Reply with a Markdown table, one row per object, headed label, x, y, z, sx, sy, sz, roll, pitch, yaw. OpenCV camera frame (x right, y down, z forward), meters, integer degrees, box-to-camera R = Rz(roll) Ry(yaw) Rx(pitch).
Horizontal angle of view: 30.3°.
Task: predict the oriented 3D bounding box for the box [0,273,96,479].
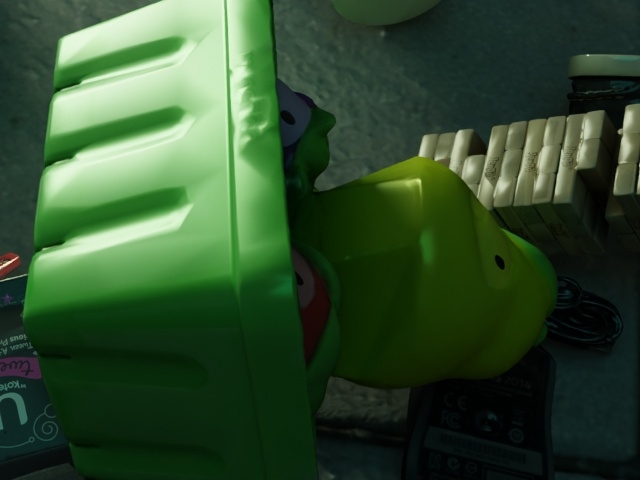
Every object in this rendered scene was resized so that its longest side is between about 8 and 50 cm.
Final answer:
| label | x | y | z | sx | sy | sz | roll | pitch | yaw |
| --- | --- | --- | --- | --- | --- | --- | --- | --- | --- |
| box | -0.307 | 0.143 | 0.886 | 0.247 | 0.163 | 0.142 | -13 | 67 | -11 |

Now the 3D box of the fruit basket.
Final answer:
| label | x | y | z | sx | sy | sz | roll | pitch | yaw |
| --- | --- | --- | --- | --- | --- | --- | --- | --- | --- |
| fruit basket | 0.000 | 0.000 | 0.850 | 0.392 | 0.282 | 0.392 | -2 | 45 | 2 |

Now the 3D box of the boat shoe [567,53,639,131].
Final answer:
| label | x | y | z | sx | sy | sz | roll | pitch | yaw |
| --- | --- | --- | --- | --- | --- | --- | --- | --- | --- |
| boat shoe | 0.390 | -0.095 | 1.082 | 0.340 | 0.127 | 0.113 | 7 | 92 | -8 |

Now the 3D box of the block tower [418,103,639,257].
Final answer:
| label | x | y | z | sx | sy | sz | roll | pitch | yaw |
| --- | --- | --- | --- | --- | --- | --- | --- | --- | --- |
| block tower | 0.242 | -0.049 | 0.971 | 0.336 | 0.091 | 0.097 | -4 | 59 | 33 |

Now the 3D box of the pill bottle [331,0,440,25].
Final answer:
| label | x | y | z | sx | sy | sz | roll | pitch | yaw |
| --- | --- | --- | --- | --- | --- | --- | --- | --- | --- |
| pill bottle | 0.039 | -0.353 | 1.162 | 0.153 | 0.153 | 0.264 | -11 | 65 | -9 |

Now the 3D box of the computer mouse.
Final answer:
| label | x | y | z | sx | sy | sz | roll | pitch | yaw |
| --- | --- | --- | --- | --- | --- | --- | --- | --- | --- |
| computer mouse | 0.139 | 0.144 | 0.971 | 0.189 | 0.072 | 0.272 | 19 | 55 | 0 |

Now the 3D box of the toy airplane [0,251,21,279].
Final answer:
| label | x | y | z | sx | sy | sz | roll | pitch | yaw |
| --- | --- | --- | --- | --- | --- | --- | --- | --- | --- |
| toy airplane | -0.332 | 0.040 | 0.997 | 0.151 | 0.028 | 0.151 | -1 | 50 | 2 |
